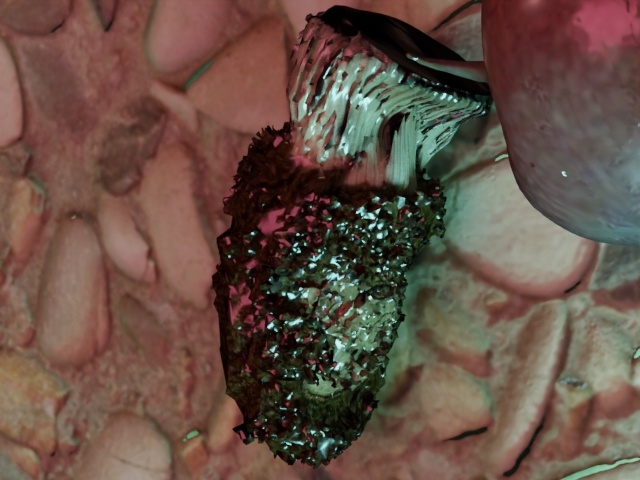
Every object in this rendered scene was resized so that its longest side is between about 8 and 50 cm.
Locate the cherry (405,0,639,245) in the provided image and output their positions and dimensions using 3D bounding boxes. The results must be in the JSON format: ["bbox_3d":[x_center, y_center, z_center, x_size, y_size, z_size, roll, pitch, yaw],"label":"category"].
[{"bbox_3d":[0.193,-0.107,0.935,0.285,0.236,0.213,-4,77,4],"label":"cherry"}]

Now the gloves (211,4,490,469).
[{"bbox_3d":[0.007,0.002,1.081,0.135,0.210,0.312,22,98,11],"label":"gloves"}]
